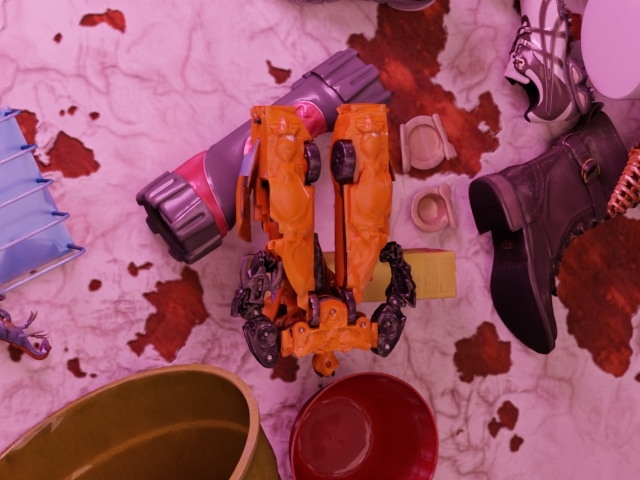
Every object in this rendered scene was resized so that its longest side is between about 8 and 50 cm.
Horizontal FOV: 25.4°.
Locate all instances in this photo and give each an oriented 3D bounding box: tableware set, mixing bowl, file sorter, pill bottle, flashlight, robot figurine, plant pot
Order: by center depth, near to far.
[{"bbox_3d":[-0.151,0.379,1.457,0.366,0.366,0.353,-36,116,-17],"label":"plant pot"},{"bbox_3d":[-0.332,-0.040,1.471,0.118,0.104,0.170,-27,102,-19],"label":"file sorter"},{"bbox_3d":[0.000,0.000,1.519,0.211,0.085,0.291,-3,98,-22],"label":"robot figurine"},{"bbox_3d":[-0.056,-0.096,1.580,0.304,0.103,0.103,-35,104,-16],"label":"flashlight"},{"bbox_3d":[0.035,0.234,1.635,0.181,0.098,0.181,-2,94,-22],"label":"mixing bowl"},{"bbox_3d":[0.090,-0.071,1.685,0.169,0.020,0.141,-11,97,-22],"label":"tableware set"},{"bbox_3d":[0.488,-0.244,1.685,0.334,0.188,0.187,-5,94,-22],"label":"pill bottle"}]

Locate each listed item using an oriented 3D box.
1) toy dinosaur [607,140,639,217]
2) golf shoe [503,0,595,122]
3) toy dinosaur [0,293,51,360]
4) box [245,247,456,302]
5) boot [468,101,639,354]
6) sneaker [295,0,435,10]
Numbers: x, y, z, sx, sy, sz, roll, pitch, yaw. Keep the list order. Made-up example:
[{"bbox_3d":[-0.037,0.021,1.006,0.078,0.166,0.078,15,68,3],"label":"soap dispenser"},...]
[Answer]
[{"bbox_3d":[0.467,-0.093,1.779,0.322,0.164,0.218,-25,91,-14],"label":"toy dinosaur"},{"bbox_3d":[0.259,-0.236,1.715,0.094,0.077,0.198,-18,86,-3],"label":"golf shoe"},{"bbox_3d":[-0.329,0.099,1.525,0.090,0.047,0.082,-20,112,13],"label":"toy dinosaur"},{"bbox_3d":[0.035,0.041,1.634,0.232,0.087,0.058,-1,93,-21],"label":"box"},{"bbox_3d":[0.309,-0.015,1.745,0.229,0.091,0.263,-25,109,-27],"label":"boot"},{"bbox_3d":[0.054,-0.310,1.598,0.229,0.132,0.086,1,92,-22],"label":"sneaker"}]
